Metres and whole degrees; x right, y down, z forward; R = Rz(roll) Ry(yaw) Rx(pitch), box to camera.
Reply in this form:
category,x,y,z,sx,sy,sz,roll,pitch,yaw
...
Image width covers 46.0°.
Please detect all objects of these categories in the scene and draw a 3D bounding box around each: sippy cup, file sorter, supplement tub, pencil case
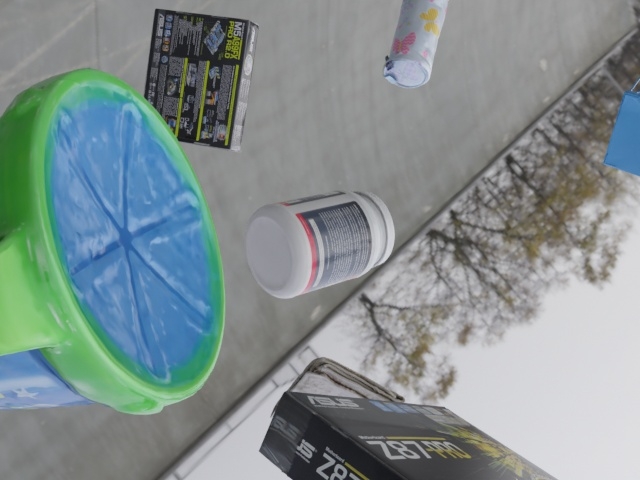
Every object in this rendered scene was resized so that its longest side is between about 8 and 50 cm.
category,x,y,z,sx,sy,sz,roll,pitch,yaw
sippy cup,-0.218,0.023,0.542,0.224,0.240,0.305,-15,155,16
file sorter,0.648,-0.223,1.478,0.104,0.118,0.170,-46,149,-36
supplement tub,0.000,0.000,1.551,0.272,0.191,0.191,-14,163,-39
pencil case,0.231,-0.502,1.814,0.124,0.113,0.273,-18,-129,59

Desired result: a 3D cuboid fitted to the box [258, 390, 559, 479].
category,x,y,z,sx,sy,sz,roll,pitch,yaw
box,0.165,0.314,0.955,0.395,0.318,0.097,19,94,-47

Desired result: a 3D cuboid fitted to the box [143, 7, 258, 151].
category,x,y,z,sx,sy,sz,roll,pitch,yaw
box,-0.257,-0.335,1.583,0.060,0.216,0.270,-18,117,-75

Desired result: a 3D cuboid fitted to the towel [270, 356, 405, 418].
category,x,y,z,sx,sy,sz,roll,pitch,yaw
towel,0.025,0.322,1.425,0.049,0.187,0.282,-64,-176,-38
